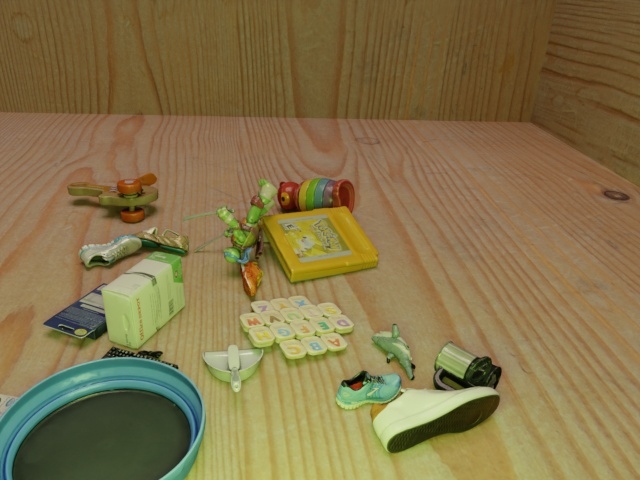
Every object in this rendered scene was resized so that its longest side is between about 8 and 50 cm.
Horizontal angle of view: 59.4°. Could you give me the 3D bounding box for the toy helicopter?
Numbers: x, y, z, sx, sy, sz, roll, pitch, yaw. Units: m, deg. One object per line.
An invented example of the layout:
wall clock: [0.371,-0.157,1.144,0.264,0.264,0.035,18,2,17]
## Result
toy helicopter: [-0.772,-0.188,2.099,0.354,0.140,0.235,7,25,13]

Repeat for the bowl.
bowl: [-0.420,0.380,1.090,0.390,0.077,0.391,2,27,-1]

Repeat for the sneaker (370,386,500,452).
sneaker: [0.242,0.347,1.200,0.290,0.106,0.123,-9,32,-20]

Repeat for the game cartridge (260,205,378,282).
game cartridge: [0.000,0.000,1.836,0.323,0.053,0.285,-10,45,-24]

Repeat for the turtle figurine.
turtle figurine: [-0.270,-0.075,1.748,0.274,0.198,0.266,18,61,34]

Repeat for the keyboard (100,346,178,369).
keyboard: [-0.427,0.288,1.328,0.180,0.023,0.108,12,28,15]

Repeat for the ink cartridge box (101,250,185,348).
ink cartridge box: [-0.450,0.148,1.446,0.092,0.160,0.219,12,28,18]

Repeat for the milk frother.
milk frother: [0.331,0.286,1.293,0.134,0.143,0.129,25,38,36]

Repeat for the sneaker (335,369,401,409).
sneaker: [0.113,0.326,1.261,0.162,0.073,0.063,-10,29,-24]

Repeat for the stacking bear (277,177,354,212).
stacking bear: [-0.032,-0.160,2.118,0.288,0.176,0.164,7,24,24]

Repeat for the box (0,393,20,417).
box: [-0.691,0.353,1.164,0.136,0.028,0.081,5,27,7]

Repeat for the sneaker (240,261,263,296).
sneaker: [-0.201,0.107,1.663,0.067,0.064,0.175,-5,28,-9]

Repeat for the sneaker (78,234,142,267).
sneaker: [-0.645,0.043,1.746,0.190,0.071,0.083,-19,41,-23]

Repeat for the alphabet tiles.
alphabet tiles: [-0.062,0.217,1.484,0.284,0.021,0.278,-5,25,-26]

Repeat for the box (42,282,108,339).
box: [-0.596,0.192,1.479,0.136,0.037,0.225,13,27,19]

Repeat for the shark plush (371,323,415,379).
shark plush: [0.191,0.288,1.404,0.067,0.073,0.161,-23,54,-9]

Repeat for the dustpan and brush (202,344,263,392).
dustpan and brush: [-0.199,0.295,1.297,0.147,0.060,0.211,-2,27,-11]

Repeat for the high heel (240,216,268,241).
high heel: [-0.152,-0.045,1.947,0.244,0.082,0.117,13,27,19]

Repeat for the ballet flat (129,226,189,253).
ballet flat: [-0.524,-0.006,1.832,0.206,0.073,0.067,12,71,3]
